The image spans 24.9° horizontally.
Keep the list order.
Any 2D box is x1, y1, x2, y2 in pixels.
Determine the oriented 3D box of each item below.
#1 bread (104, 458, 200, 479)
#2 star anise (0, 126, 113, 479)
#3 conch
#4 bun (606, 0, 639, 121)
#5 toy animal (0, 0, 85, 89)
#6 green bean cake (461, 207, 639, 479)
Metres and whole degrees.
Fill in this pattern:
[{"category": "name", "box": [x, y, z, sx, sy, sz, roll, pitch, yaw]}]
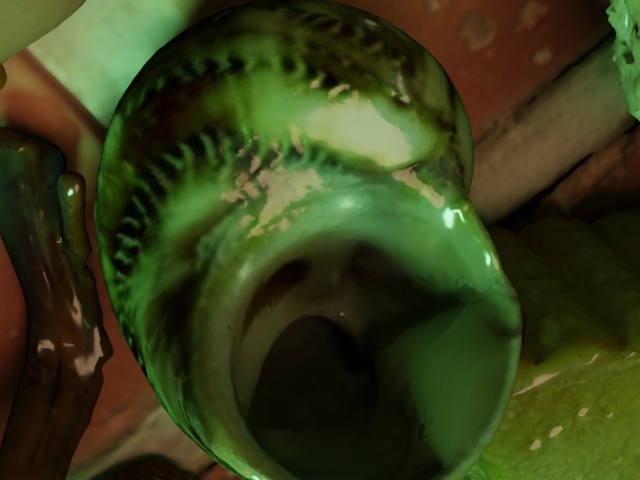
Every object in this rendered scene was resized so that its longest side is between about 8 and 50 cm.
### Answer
[{"category": "bread", "box": [-0.076, 0.198, 0.639, 0.132, 0.172, 0.103, -46, 129, 8]}, {"category": "star anise", "box": [-0.155, 0.126, 0.548, 0.148, 0.237, 0.346, 16, 80, -31]}, {"category": "conch", "box": [0.000, 0.000, 0.558, 0.187, 0.124, 0.181, 34, 83, 6]}, {"category": "bun", "box": [0.267, -0.120, 0.494, 0.326, 0.234, 0.362, 34, 108, 2]}, {"category": "toy animal", "box": [-0.158, -0.072, 0.453, 0.165, 0.149, 0.248, 14, 124, -45]}, {"category": "green bean cake", "box": [0.115, 0.106, 0.698, 0.233, 0.124, 0.236, -11, 125, -19]}]
